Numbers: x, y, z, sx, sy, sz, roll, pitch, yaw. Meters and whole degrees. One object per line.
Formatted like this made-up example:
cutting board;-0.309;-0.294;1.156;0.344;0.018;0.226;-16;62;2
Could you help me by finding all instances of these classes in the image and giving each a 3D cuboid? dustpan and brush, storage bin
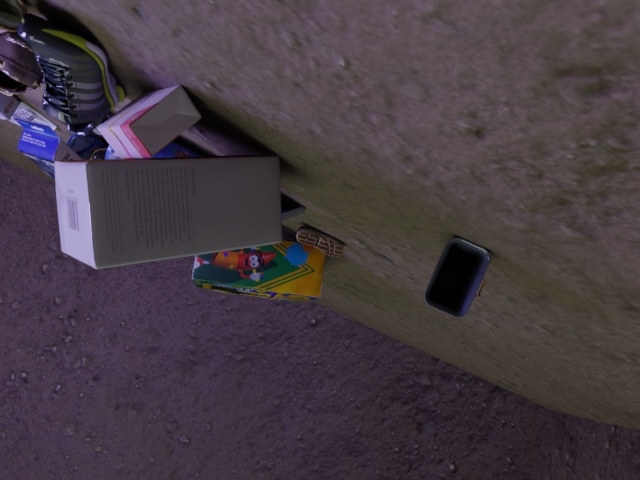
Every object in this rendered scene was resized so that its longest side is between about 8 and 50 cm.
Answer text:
dustpan and brush;-0.902;-0.366;1.678;0.211;0.060;0.147;19;168;24
storage bin;0.255;0.070;1.077;0.098;0.135;0.091;24;180;4

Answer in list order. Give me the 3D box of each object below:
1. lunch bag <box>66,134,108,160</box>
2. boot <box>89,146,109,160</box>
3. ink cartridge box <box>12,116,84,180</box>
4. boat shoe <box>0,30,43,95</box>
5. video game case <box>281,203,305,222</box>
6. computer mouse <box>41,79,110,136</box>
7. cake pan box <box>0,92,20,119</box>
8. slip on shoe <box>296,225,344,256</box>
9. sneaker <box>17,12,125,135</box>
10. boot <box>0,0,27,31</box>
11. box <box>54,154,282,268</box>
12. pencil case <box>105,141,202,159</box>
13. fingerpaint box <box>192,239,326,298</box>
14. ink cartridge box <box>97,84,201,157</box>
lunch bag;-0.647;-0.240;1.657;0.151;0.096;0.129;-1;151;32
boot;-0.524;-0.182;1.576;0.197;0.077;0.137;18;-157;-37
ink cartridge box;-0.708;-0.202;1.593;0.165;0.065;0.333;17;156;29
boat shoe;-0.581;-0.329;1.075;0.324;0.097;0.116;12;163;49
video game case;-0.161;-0.049;1.338;0.173;0.190;0.022;11;117;50
computer mouse;-0.519;-0.296;1.250;0.106;0.042;0.193;13;159;29
cake pan box;-0.935;-0.429;1.449;0.245;0.070;0.267;23;168;-1
slip on shoe;0.000;0.000;1.510;0.135;0.051;0.041;19;-150;-11
sneaker;-0.420;-0.264;0.965;0.111;0.121;0.300;23;169;5
boot;-0.611;-0.402;0.851;0.269;0.089;0.236;19;180;32
box;-0.271;-0.067;1.042;0.345;0.168;0.215;-8;-169;-37
pencil case;-0.319;-0.154;1.263;0.306;0.119;0.133;29;166;-18
fingerpaint box;-0.206;0.094;1.823;0.370;0.163;0.445;9;171;-10
ink cartridge box;-0.306;-0.202;0.991;0.198;0.115;0.067;10;140;51
